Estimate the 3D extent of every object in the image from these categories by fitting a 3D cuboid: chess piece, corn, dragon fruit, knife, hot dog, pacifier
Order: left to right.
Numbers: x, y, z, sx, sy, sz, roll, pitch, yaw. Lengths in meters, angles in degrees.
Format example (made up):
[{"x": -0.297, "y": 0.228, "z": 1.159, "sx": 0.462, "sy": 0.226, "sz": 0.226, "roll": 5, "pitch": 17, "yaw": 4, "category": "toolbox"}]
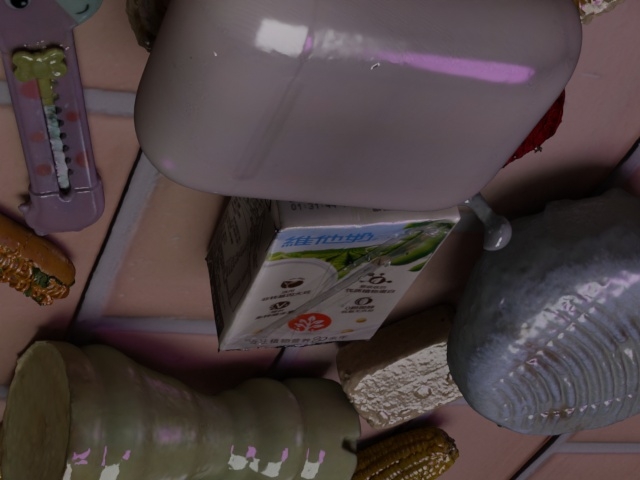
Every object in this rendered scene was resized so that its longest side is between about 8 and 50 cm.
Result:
[{"x": -0.340, "y": 0.018, "z": 1.433, "sx": 0.072, "sy": 0.055, "sz": 0.188, "roll": -27, "pitch": 144, "yaw": 22, "category": "hot dog"}, {"x": -0.262, "y": -0.125, "z": 1.272, "sx": 0.132, "sy": 0.038, "sz": 0.398, "roll": -5, "pitch": 145, "yaw": -7, "category": "knife"}, {"x": -0.169, "y": 0.256, "z": 1.696, "sx": 0.442, "sy": 0.234, "sz": 0.234, "roll": 7, "pitch": 141, "yaw": -32, "category": "chess piece"}, {"x": 0.075, "y": 0.370, "z": 2.031, "sx": 0.313, "sy": 0.102, "sz": 0.102, "roll": -33, "pitch": 140, "yaw": 23, "category": "corn"}, {"x": 0.167, "y": -0.037, "z": 1.456, "sx": 0.150, "sy": 0.116, "sz": 0.127, "roll": -34, "pitch": 173, "yaw": -23, "category": "pacifier"}, {"x": 0.195, "y": -0.143, "z": 1.362, "sx": 0.162, "sy": 0.083, "sz": 0.106, "roll": -25, "pitch": 141, "yaw": -44, "category": "dragon fruit"}]

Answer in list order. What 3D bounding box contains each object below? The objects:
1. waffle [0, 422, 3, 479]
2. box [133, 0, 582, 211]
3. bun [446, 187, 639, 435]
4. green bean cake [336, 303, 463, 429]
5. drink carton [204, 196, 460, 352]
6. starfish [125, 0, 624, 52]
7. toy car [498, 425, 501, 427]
[{"x": -0.407, "y": 0.343, "z": 1.867, "sx": 0.168, "sy": 0.057, "sz": 0.274, "roll": 9, "pitch": 139, "yaw": -29, "category": "waffle"}, {"x": 0.029, "y": -0.140, "z": 1.118, "sx": 0.349, "sy": 0.141, "sz": 0.288, "roll": 5, "pitch": 148, "yaw": -21, "category": "box"}, {"x": 0.309, "y": 0.088, "z": 1.607, "sx": 0.355, "sy": 0.194, "sz": 0.354, "roll": -8, "pitch": 134, "yaw": -9, "category": "bun"}, {"x": 0.121, "y": 0.170, "z": 1.739, "sx": 0.179, "sy": 0.085, "sz": 0.109, "roll": -24, "pitch": 122, "yaw": 10, "category": "green bean cake"}, {"x": 0.000, "y": 0.000, "z": 1.405, "sx": 0.194, "sy": 0.132, "sz": 0.324, "roll": -4, "pitch": 156, "yaw": -18, "category": "drink carton"}, {"x": 0.060, "y": -0.236, "z": 1.172, "sx": 0.432, "sy": 0.082, "sz": 0.324, "roll": -21, "pitch": 144, "yaw": 25, "category": "starfish"}, {"x": 0.311, "y": 0.181, "z": 1.841, "sx": 0.076, "sy": 0.090, "sz": 0.224, "roll": 2, "pitch": 143, "yaw": -29, "category": "toy car"}]
